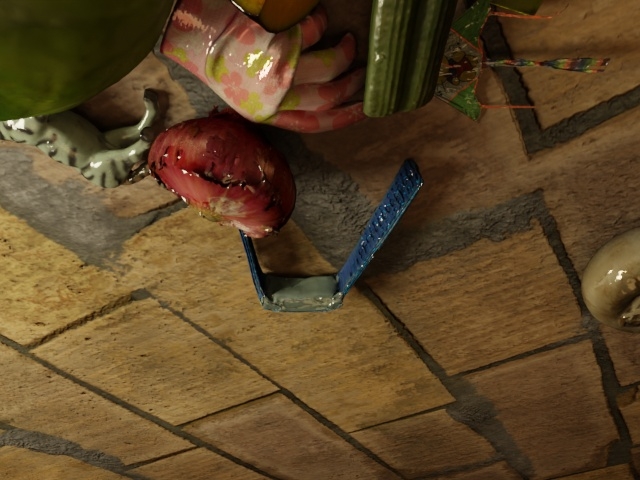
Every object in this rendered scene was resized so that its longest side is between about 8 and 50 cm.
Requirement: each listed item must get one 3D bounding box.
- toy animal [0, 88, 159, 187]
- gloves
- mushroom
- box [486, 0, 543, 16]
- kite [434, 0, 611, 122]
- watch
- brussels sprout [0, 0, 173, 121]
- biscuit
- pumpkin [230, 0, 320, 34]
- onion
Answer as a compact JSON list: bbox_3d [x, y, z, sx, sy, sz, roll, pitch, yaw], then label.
[{"bbox_3d":[-0.313,-0.147,0.609,0.255,0.090,0.170,16,138,-17],"label":"toy animal"},{"bbox_3d":[-0.043,-0.183,0.565,0.241,0.126,0.145,25,127,-19],"label":"gloves"},{"bbox_3d":[0.546,0.073,0.833,0.226,0.178,0.227,5,136,5],"label":"mushroom"},{"bbox_3d":[0.159,-0.308,0.508,0.193,0.030,0.121,11,135,-14],"label":"box"},{"bbox_3d":[0.211,-0.211,0.606,0.244,0.006,0.198,0,148,8],"label":"kite"},{"bbox_3d":[0.012,0.004,0.812,0.276,0.068,0.275,-4,132,1],"label":"watch"},{"bbox_3d":[-0.271,-0.257,0.381,0.343,0.268,0.344,-6,117,-11],"label":"brussels sprout"},{"bbox_3d":[0.099,-0.258,0.485,0.099,0.038,0.323,-18,142,-19],"label":"biscuit"},{"bbox_3d":[-0.030,-0.316,0.446,0.130,0.149,0.254,29,101,3],"label":"pumpkin"},{"bbox_3d":[-0.105,-0.090,0.613,0.183,0.147,0.184,20,175,2],"label":"onion"}]
